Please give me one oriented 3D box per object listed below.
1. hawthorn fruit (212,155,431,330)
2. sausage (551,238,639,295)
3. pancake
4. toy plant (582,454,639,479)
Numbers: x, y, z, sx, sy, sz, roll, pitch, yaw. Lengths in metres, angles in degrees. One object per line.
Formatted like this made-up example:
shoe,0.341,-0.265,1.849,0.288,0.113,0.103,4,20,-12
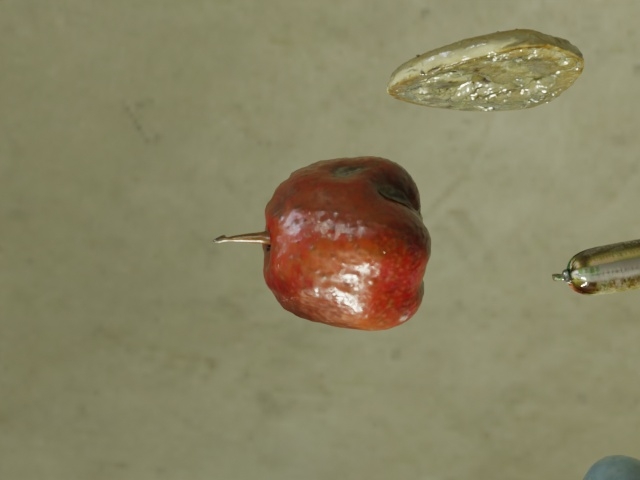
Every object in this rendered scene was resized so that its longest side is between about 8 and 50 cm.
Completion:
hawthorn fruit,0.000,0.000,2.081,0.243,0.207,0.207,3,148,-1
sausage,0.271,0.003,1.189,0.269,0.033,0.033,-10,152,-19
pancake,0.127,-0.129,1.433,0.158,0.028,0.158,-4,166,-1
toy plant,0.297,0.340,1.792,0.247,0.247,0.332,-8,164,18
